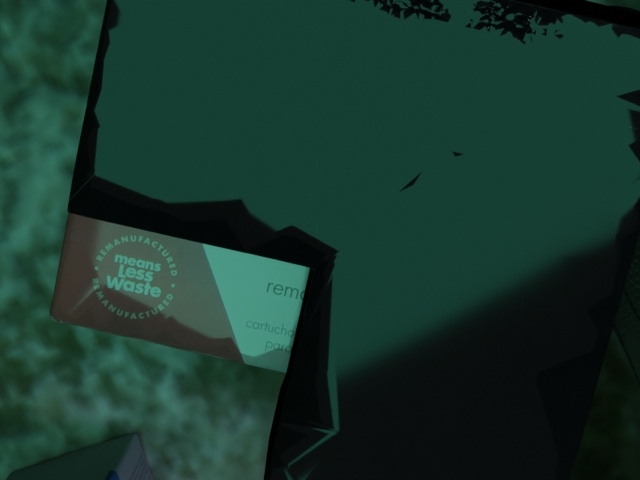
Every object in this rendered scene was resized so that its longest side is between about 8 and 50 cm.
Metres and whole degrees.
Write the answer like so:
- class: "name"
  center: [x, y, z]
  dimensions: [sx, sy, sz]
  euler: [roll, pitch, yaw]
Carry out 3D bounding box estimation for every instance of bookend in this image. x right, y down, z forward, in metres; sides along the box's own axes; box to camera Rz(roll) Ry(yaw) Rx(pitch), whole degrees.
- class: "bookend"
  center: [0.000, 0.000, 0.436]
  dimensions: [0.156, 0.072, 0.157]
  euler: [12, 103, -1]

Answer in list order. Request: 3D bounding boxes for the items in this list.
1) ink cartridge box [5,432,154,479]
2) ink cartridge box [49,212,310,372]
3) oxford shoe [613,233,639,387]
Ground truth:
- class: "ink cartridge box"
  center: [-0.069, 0.139, 0.530]
  dimensions: [0.052, 0.088, 0.122]
  euler: [-19, 100, 7]
- class: "ink cartridge box"
  center: [-0.006, -0.064, 0.495]
  dimensions: [0.115, 0.067, 0.198]
  euler: [12, 101, 0]
- class: "oxford shoe"
  center: [0.132, -0.040, 0.461]
  dimensions: [0.132, 0.130, 0.364]
  euler: [-4, 86, 32]
